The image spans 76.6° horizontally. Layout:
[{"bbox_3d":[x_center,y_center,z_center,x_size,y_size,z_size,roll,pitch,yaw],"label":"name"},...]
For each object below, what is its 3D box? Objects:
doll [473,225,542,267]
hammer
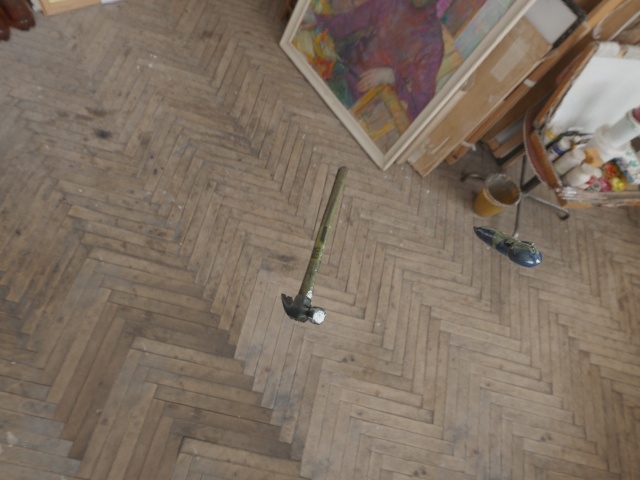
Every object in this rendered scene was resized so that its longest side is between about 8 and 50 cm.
[{"bbox_3d":[0.229,0.002,0.506,0.037,0.125,0.027,6,109,-11],"label":"doll"},{"bbox_3d":[0.000,0.000,0.438,0.017,0.062,0.181,31,66,-36],"label":"hammer"}]
